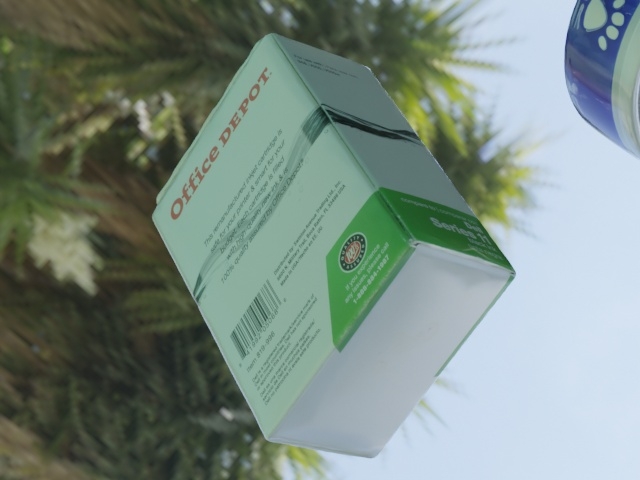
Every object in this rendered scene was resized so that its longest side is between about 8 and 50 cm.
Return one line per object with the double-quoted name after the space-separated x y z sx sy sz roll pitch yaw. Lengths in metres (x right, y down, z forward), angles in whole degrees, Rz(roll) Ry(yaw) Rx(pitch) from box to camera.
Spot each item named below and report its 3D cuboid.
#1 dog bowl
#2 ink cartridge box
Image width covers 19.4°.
0.367 -0.197 1.808 0.265 0.265 0.104 -47 -134 -4 "dog bowl"
0.000 0.000 1.095 0.153 0.087 0.208 -55 -138 24 "ink cartridge box"
